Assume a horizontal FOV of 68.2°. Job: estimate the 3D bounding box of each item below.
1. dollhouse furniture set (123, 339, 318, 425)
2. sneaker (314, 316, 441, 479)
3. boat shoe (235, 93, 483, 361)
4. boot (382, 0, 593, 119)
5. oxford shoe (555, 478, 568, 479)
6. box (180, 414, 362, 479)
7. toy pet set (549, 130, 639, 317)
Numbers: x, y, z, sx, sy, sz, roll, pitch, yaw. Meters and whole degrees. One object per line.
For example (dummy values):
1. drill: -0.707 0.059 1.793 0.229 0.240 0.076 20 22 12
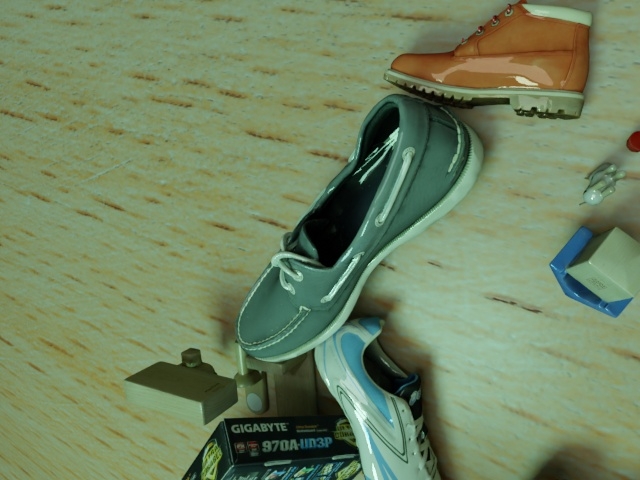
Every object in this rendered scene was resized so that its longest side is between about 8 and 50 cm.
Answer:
1. dollhouse furniture set: -0.104 0.193 0.531 0.144 0.151 0.123 2 102 31
2. sneaker: 0.077 0.188 0.470 0.086 0.085 0.237 -27 90 26
3. boat shoe: 0.000 0.000 0.439 0.319 0.099 0.116 -46 49 25
4. boot: 0.131 -0.148 0.380 0.157 0.059 0.085 11 104 18
5. oxford shoe: 0.150 0.320 0.438 0.098 0.097 0.272 20 111 7
6. box: -0.067 0.277 0.518 0.220 0.175 0.051 -58 38 26
7. toy pet set: 0.243 0.003 0.360 0.122 0.065 0.114 42 83 12
